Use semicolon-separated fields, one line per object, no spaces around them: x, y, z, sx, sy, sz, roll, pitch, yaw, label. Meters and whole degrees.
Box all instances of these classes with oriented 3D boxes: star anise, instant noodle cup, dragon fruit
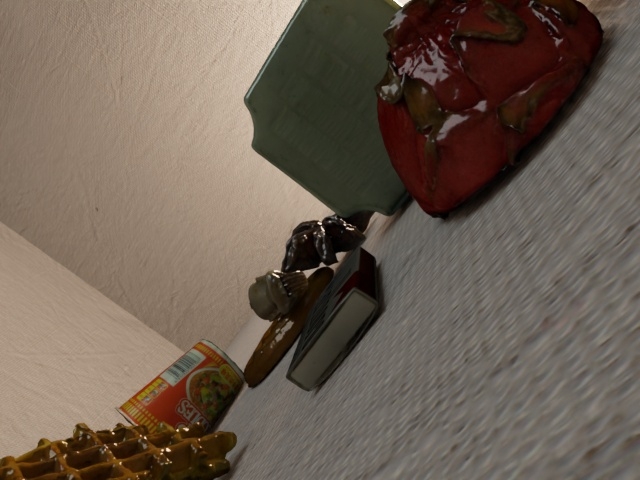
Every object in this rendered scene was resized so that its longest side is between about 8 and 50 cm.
-0.001;0.000;0.968;0.231;0.089;0.209;-19;8;35;star anise
-0.269;0.320;1.049;0.212;0.193;0.193;-47;0;-28;instant noodle cup
0.119;-0.146;0.472;0.224;0.148;0.218;-55;2;-25;dragon fruit

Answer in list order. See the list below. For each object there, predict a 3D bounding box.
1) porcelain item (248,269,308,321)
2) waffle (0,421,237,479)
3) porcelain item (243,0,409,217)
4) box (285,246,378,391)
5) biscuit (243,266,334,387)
-0.069;0.084;0.861;0.054;0.084;0.213;-24;-5;-25;porcelain item
-0.219;0.254;0.509;0.293;0.259;0.069;121;151;-88;waffle
0.056;-0.200;0.754;0.281;0.286;0.157;-54;0;23;porcelain item
0.019;0.076;0.563;0.115;0.036;0.177;-53;3;13;box
-0.063;0.152;0.952;0.262;0.037;0.262;-53;4;5;biscuit
